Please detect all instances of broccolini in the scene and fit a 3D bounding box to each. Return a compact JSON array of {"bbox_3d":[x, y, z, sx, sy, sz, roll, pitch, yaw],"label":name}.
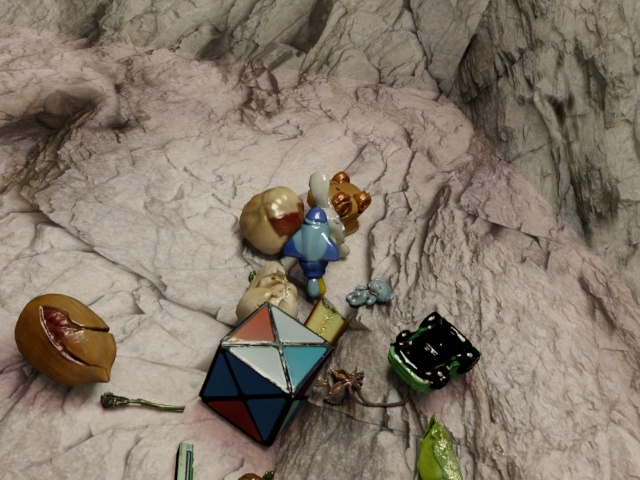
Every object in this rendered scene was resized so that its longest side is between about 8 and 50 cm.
[{"bbox_3d":[-0.467,0.426,1.546,0.218,0.042,0.044,12,64,-22],"label":"broccolini"}]

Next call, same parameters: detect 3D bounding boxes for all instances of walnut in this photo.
[{"bbox_3d":[-0.649,0.265,1.521,0.298,0.203,0.203,40,38,6],"label":"walnut"}]

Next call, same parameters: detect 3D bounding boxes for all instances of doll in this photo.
[{"bbox_3d":[0.007,-0.002,2.096,0.376,0.187,0.366,54,37,-27],"label":"doll"},{"bbox_3d":[0.180,0.186,2.149,0.179,0.075,0.120,-6,42,-34],"label":"doll"}]

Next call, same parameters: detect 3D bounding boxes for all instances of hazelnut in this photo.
[{"bbox_3d":[-0.177,-0.071,2.197,0.261,0.261,0.241,42,10,25],"label":"hazelnut"}]

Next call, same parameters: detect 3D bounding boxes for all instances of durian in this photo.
[{"bbox_3d":[0.336,0.618,1.633,0.101,0.139,0.250,15,37,-19],"label":"durian"}]

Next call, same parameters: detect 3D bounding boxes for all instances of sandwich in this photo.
[{"bbox_3d":[-0.015,0.313,1.854,0.122,0.128,0.236,32,80,13],"label":"sandwich"}]

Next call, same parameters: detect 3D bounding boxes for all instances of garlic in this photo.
[{"bbox_3d":[-0.149,0.197,1.865,0.184,0.203,0.281,39,32,-8],"label":"garlic"}]

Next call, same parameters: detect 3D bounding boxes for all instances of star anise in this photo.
[{"bbox_3d":[0.141,0.475,1.816,0.227,0.218,0.148,54,-8,-23],"label":"star anise"}]

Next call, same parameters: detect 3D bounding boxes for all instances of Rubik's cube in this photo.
[{"bbox_3d":[-0.148,0.362,1.612,0.246,0.248,0.250,33,36,12],"label":"Rubik's cube"}]

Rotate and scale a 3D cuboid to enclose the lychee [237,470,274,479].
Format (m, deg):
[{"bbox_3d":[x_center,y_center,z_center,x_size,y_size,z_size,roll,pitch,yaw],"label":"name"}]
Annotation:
[{"bbox_3d":[-0.158,0.613,1.401,0.114,0.114,0.146,30,58,10],"label":"lychee"}]

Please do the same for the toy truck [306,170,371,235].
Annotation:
[{"bbox_3d":[0.069,-0.149,2.404,0.288,0.212,0.204,-14,49,-44],"label":"toy truck"}]

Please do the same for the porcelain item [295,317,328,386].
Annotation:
[{"bbox_3d":[-0.045,0.339,1.747,0.054,0.084,0.213,-23,82,-17],"label":"porcelain item"}]

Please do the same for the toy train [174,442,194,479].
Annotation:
[{"bbox_3d":[-0.326,0.589,1.399,0.042,0.044,0.209,11,38,-17],"label":"toy train"}]

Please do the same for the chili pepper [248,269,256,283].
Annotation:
[{"bbox_3d":[-0.225,0.143,2.035,0.030,0.034,0.091,32,17,-51],"label":"chili pepper"}]

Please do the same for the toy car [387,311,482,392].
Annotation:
[{"bbox_3d":[0.378,0.381,1.937,0.358,0.176,0.213,-21,53,-39],"label":"toy car"}]
